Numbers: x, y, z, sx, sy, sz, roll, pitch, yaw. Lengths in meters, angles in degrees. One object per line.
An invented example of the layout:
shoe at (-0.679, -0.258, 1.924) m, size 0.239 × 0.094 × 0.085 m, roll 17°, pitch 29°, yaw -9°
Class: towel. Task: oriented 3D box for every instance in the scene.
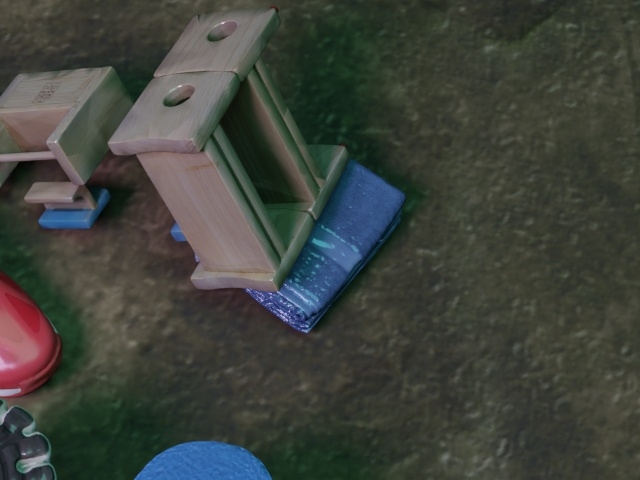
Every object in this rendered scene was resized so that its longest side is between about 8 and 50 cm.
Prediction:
towel at (0.000, 0.000, 0.999) m, size 0.067 × 0.029 × 0.119 m, roll 37°, pitch 66°, yaw 9°

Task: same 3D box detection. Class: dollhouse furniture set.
dollhouse furniture set at (-0.103, -0.059, 0.978) m, size 0.184 × 0.129 × 0.129 m, roll 0°, pitch 45°, yaw 32°

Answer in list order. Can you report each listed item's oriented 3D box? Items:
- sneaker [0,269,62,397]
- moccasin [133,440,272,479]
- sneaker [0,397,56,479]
sneaker at (-0.254, 0.008, 0.897) m, size 0.221 × 0.128 × 0.087 m, roll 29°, pitch 64°, yaw 5°
moccasin at (-0.089, 0.282, 0.809) m, size 0.138 × 0.117 × 0.342 m, roll 9°, pitch 68°, yaw 4°
sneaker at (-0.195, 0.253, 0.781) m, size 0.130 × 0.147 × 0.330 m, roll 7°, pitch 59°, yaw -10°
